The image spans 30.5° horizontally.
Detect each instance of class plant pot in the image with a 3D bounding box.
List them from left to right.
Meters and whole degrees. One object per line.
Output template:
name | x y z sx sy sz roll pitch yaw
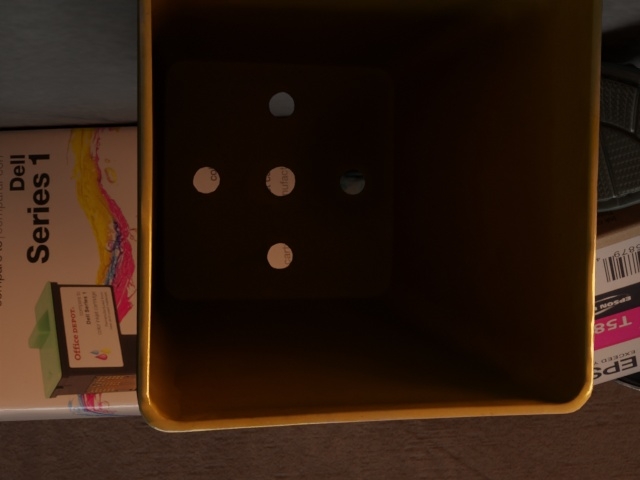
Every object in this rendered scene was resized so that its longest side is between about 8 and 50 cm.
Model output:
plant pot | 0.003 -0.030 0.602 0.212 0.212 0.187 0 -177 -15

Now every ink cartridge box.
ink cartridge box | -0.139 0.026 0.853 0.278 0.201 0.117 -2 170 -2
ink cartridge box | 0.222 0.020 0.898 0.235 0.088 0.193 -19 137 7

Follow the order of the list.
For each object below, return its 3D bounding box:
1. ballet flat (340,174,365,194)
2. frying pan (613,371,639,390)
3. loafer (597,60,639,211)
ballet flat | 0.062 0.001 1.013 0.409 0.147 0.147 -3 171 -5
frying pan | 0.350 0.039 1.066 0.326 0.197 0.053 -19 135 -26
loafer | 0.152 -0.071 0.765 0.084 0.096 0.267 -21 -171 -34
